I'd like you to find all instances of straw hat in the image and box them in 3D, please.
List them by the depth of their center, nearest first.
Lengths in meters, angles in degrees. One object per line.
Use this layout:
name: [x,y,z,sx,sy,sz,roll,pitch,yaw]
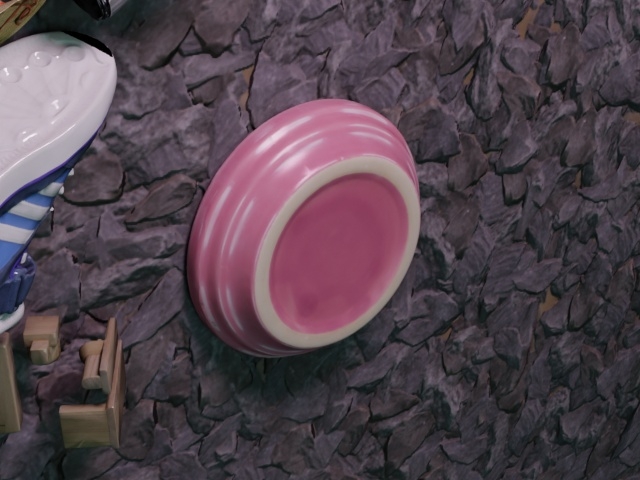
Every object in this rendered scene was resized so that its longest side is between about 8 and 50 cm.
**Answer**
straw hat: [-0.318,-0.200,1.202,0.144,0.144,0.061,-41,96,-16]

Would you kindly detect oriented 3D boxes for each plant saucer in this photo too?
plant saucer: [0.000,0.000,1.595,0.332,0.084,0.332,-22,128,-32]

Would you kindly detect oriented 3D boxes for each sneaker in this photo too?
sneaker: [-0.312,-0.029,1.297,0.322,0.130,0.236,-56,168,-32]

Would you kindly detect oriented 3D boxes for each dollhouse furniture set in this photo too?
dollhouse furniture set: [-0.295,0.133,1.452,0.151,0.123,0.144,-2,121,-2]

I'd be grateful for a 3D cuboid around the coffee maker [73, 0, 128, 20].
coffee maker: [-0.176,-0.318,1.243,0.178,0.120,0.171,-36,110,-22]
